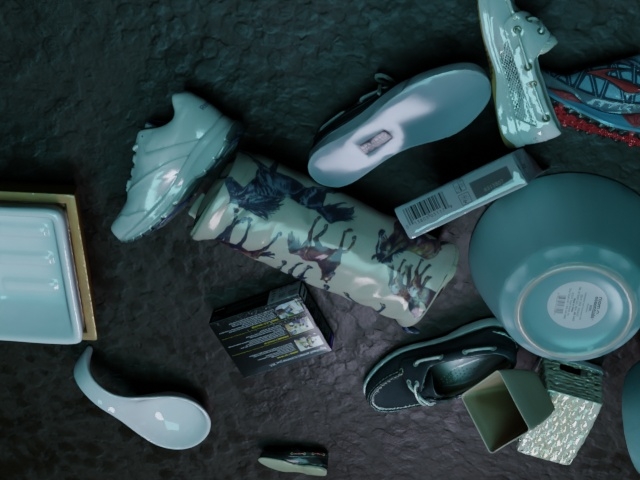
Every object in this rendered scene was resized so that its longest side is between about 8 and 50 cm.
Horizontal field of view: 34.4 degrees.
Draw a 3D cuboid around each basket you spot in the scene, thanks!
[{"bbox_3d":[0.411,0.294,1.791,0.113,0.103,0.167,15,124,-2],"label":"basket"}]

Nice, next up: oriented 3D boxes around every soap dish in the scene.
[{"bbox_3d":[-0.495,0.031,1.727,0.229,0.118,0.290,3,122,5],"label":"soap dish"}]

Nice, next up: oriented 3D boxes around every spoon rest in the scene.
[{"bbox_3d":[-0.330,0.301,1.899,0.276,0.084,0.137,32,121,-12],"label":"spoon rest"}]

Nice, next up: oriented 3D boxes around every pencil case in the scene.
[{"bbox_3d":[0.000,0.000,1.620,0.410,0.159,0.183,24,149,-8],"label":"pencil case"}]

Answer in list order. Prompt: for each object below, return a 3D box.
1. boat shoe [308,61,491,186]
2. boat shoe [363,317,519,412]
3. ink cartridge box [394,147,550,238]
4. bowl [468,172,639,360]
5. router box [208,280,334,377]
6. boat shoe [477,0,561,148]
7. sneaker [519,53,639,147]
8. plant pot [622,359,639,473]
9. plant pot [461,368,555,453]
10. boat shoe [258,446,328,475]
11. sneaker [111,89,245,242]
[{"bbox_3d":[0.112,-0.187,1.522,0.306,0.105,0.113,-33,125,32],"label":"boat shoe"},{"bbox_3d":[0.200,0.231,1.783,0.303,0.091,0.114,-33,116,25],"label":"boat shoe"},{"bbox_3d":[0.229,-0.077,1.524,0.189,0.232,0.066,-26,93,23],"label":"ink cartridge box"},{"bbox_3d":[0.389,0.067,1.616,0.312,0.163,0.311,4,123,6],"label":"bowl"},{"bbox_3d":[-0.085,0.156,1.798,0.179,0.046,0.133,-19,119,18],"label":"router box"},{"bbox_3d":[0.277,-0.268,1.416,0.096,0.098,0.277,-8,105,22],"label":"boat shoe"},{"bbox_3d":[0.420,-0.212,1.489,0.262,0.104,0.125,21,85,9],"label":"sneaker"},{"bbox_3d":[0.626,0.286,1.664,0.235,0.293,0.293,-11,122,32],"label":"plant pot"},{"bbox_3d":[0.319,0.272,1.707,0.096,0.109,0.109,-11,156,-38],"label":"plant pot"},{"bbox_3d":[-0.051,0.416,1.964,0.133,0.042,0.049,6,148,4],"label":"boat shoe"},{"bbox_3d":[-0.245,-0.115,1.628,0.129,0.111,0.297,43,115,-1],"label":"sneaker"}]
